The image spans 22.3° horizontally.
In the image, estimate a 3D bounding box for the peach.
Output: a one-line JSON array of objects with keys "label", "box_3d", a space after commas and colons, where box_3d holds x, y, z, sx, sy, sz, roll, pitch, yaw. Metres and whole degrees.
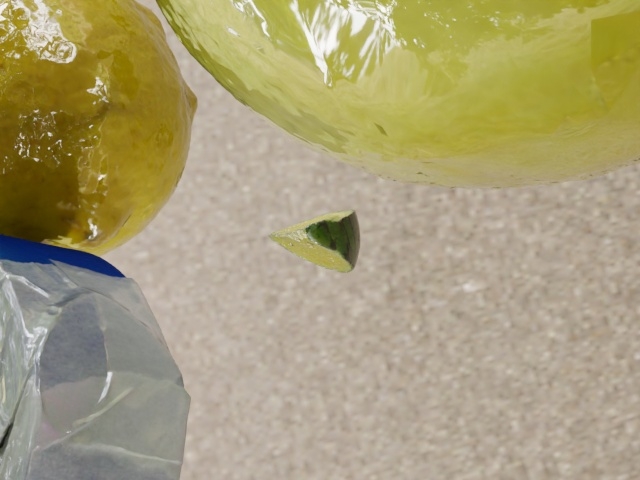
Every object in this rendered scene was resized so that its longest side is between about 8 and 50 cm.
[{"label": "peach", "box_3d": [0.077, -0.158, 0.498, 0.315, 0.314, 0.281, -148, 49, -82]}]

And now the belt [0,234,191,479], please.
[{"label": "belt", "box_3d": [-0.214, 0.107, 1.126, 0.347, 0.117, 0.212, 33, 105, 56]}]

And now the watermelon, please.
[{"label": "watermelon", "box_3d": [0.006, 0.009, 1.950, 0.181, 0.092, 0.075, 172, 81, -72]}]

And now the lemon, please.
[{"label": "lemon", "box_3d": [-0.223, -0.104, 1.298, 0.288, 0.234, 0.233, 58, 136, 33]}]
